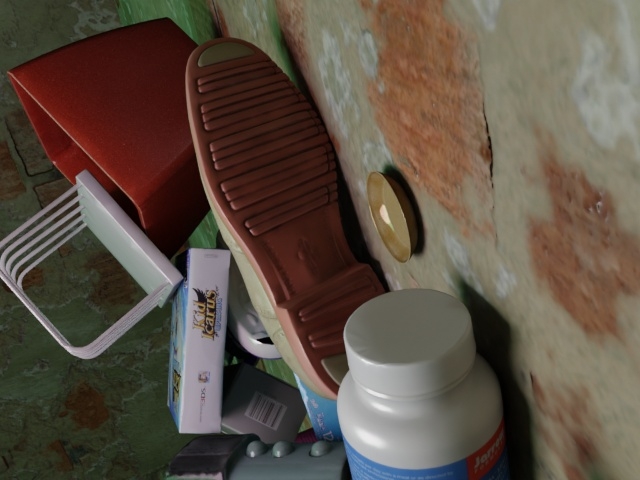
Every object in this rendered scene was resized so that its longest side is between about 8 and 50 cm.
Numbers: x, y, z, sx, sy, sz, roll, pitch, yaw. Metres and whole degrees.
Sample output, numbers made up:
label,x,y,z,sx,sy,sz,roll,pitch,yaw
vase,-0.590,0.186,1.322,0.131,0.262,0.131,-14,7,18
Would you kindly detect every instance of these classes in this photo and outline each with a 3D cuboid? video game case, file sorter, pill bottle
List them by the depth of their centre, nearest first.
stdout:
label,x,y,z,sx,sy,sz,roll,pitch,yaw
pill bottle,0.080,0.153,0.613,0.124,0.124,0.222,-130,23,-57
file sorter,-0.336,0.055,1.153,0.193,0.173,0.277,49,162,-1
video game case,-0.183,0.139,1.175,0.269,0.061,0.244,164,108,-75

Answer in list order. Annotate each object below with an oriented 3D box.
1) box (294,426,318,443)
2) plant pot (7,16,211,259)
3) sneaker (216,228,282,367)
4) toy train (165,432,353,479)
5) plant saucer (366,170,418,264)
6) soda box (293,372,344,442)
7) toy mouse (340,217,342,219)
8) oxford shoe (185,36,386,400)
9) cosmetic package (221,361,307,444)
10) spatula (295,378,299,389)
label,x,y,z,sx,sy,sz,roll,pitch,yaw
box,0.029,0.456,1.294,0.213,0.117,0.243,-124,20,-48
plant pot,-0.247,-0.158,1.169,0.267,0.235,0.267,45,162,11
sneaker,-0.092,0.139,1.242,0.323,0.130,0.236,-118,24,-54
toy train,-0.035,0.330,0.967,0.142,0.333,0.190,-33,-67,-61
plant saucer,0.062,-0.021,0.674,0.083,0.015,0.083,160,90,-78
soda box,0.002,0.150,1.022,0.067,0.071,0.210,-7,-103,-83
toy mouse,0.000,0.000,0.930,0.143,0.031,0.161,122,128,-74
oxford shoe,-0.052,-0.013,0.834,0.146,0.140,0.397,-33,77,65
cosmetic package,-0.113,0.265,1.273,0.127,0.107,0.238,28,166,-12
spatula,-0.045,0.227,1.487,0.168,0.019,0.242,-141,34,-65
